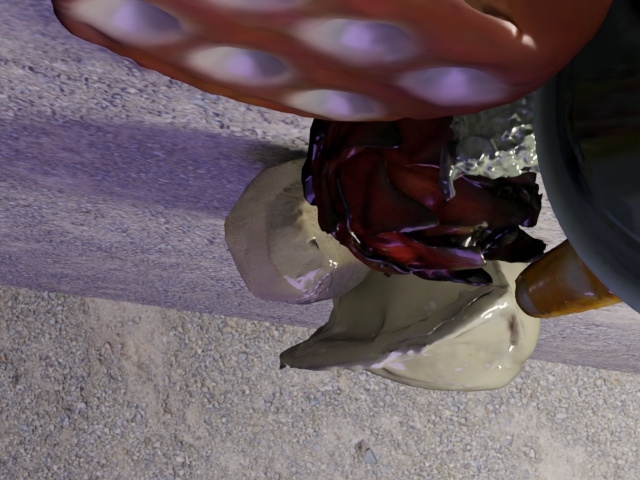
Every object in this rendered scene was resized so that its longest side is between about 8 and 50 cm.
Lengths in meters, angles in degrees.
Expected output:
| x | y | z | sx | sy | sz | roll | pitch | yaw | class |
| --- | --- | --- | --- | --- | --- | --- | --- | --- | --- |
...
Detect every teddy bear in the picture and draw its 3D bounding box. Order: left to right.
| x | y | z | sx | sy | sz | roll | pitch | yaw | class |
| --- | --- | --- | --- | --- | --- | --- | --- | --- | --- |
| 0.164 | -0.096 | 0.649 | 0.213 | 0.111 | 0.133 | -12 | -154 | 15 | teddy bear |

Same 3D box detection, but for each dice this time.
| x | y | z | sx | sy | sz | roll | pitch | yaw | class |
| --- | --- | --- | --- | --- | --- | --- | --- | --- | --- |
| 0.008 | -0.147 | 0.377 | 0.174 | 0.179 | 0.175 | -2 | 162 | 44 | dice |

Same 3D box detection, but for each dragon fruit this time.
| x | y | z | sx | sy | sz | roll | pitch | yaw | class |
| --- | --- | --- | --- | --- | --- | --- | --- | --- | --- |
| 0.076 | -0.052 | 0.815 | 0.188 | 0.182 | 0.182 | -15 | 156 | 39 | dragon fruit |

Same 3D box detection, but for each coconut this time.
| x | y | z | sx | sy | sz | roll | pitch | yaw | class |
| --- | --- | --- | --- | --- | --- | --- | --- | --- | --- |
| -0.024 | -0.007 | 1.127 | 0.161 | 0.161 | 0.162 | 16 | 157 | -33 | coconut |

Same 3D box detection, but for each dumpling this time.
| x | y | z | sx | sy | sz | roll | pitch | yaw | class |
| --- | --- | --- | --- | --- | --- | --- | --- | --- | --- |
| 0.102 | 0.099 | 1.209 | 0.315 | 0.233 | 0.395 | -24 | -174 | 1 | dumpling |

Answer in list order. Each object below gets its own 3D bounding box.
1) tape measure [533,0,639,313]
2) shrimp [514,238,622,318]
| x | y | z | sx | sy | sz | roll | pitch | yaw | class |
| --- | --- | --- | --- | --- | --- | --- | --- | --- | --- |
| 0.221 | -0.068 | 0.444 | 0.259 | 0.262 | 0.138 | -2 | 154 | 41 | tape measure |
| 0.338 | -0.036 | 0.748 | 0.272 | 0.085 | 0.445 | -18 | 172 | -44 | shrimp |
